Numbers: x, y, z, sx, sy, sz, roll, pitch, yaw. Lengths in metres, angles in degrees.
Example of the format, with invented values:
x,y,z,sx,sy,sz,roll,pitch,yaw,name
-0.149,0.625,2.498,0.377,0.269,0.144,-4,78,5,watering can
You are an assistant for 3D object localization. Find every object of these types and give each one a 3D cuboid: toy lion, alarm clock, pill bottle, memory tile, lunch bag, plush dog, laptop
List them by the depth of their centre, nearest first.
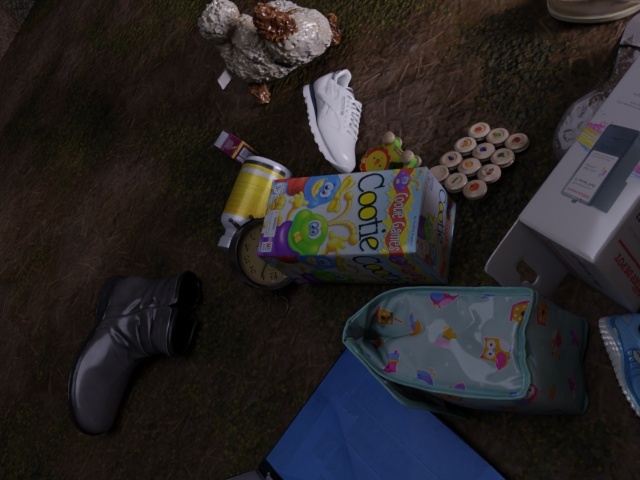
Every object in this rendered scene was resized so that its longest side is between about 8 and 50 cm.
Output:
x,y,z,sx,sy,sz,roll,pitch,yaw,name
0.186,0.148,0.906,0.262,0.223,0.160,-6,71,35,lunch bag
-0.026,0.370,0.942,0.382,0.408,0.236,36,125,46,laptop
0.249,-0.130,1.107,0.148,0.012,0.113,-47,45,-15,memory tile
0.116,-0.136,1.230,0.096,0.034,0.100,-51,48,15,toy lion
-0.094,0.043,1.243,0.064,0.129,0.192,-12,92,67,alarm clock
-0.128,-0.060,1.324,0.103,0.103,0.184,12,75,40,pill bottle
-0.083,-0.402,1.408,0.225,0.262,0.211,-7,98,45,plush dog

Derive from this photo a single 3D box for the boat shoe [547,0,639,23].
x,y,z,sx,sy,sz,roll,pitch,yaw,name
0.484,-0.410,1.040,0.302,0.098,0.109,-1,68,36,boat shoe

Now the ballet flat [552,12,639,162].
x,y,z,sx,sy,sz,roll,pitch,yaw,name
0.427,-0.217,1.026,0.084,0.058,0.250,30,94,20,ballet flat

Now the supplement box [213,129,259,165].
x,y,z,sx,sy,sz,roll,pitch,yaw,name
-0.177,-0.191,1.457,0.083,0.055,0.043,35,91,43,supplement box

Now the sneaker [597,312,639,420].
x,y,z,sx,sy,sz,roll,pitch,yaw,name
0.400,0.158,0.851,0.073,0.063,0.162,-24,56,22,sneaker

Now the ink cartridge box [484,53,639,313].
x,y,z,sx,sy,sz,roll,pitch,yaw,name
0.383,-0.046,0.865,0.353,0.207,0.119,-54,47,4,ink cartridge box

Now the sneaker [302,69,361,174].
x,y,z,sx,sy,sz,roll,pitch,yaw,name
0.034,-0.227,1.302,0.095,0.090,0.235,-24,57,15,sneaker

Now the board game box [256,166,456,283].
x,y,z,sx,sy,sz,roll,pitch,yaw,name
0.059,-0.017,1.120,0.275,0.142,0.144,-2,67,30,board game box

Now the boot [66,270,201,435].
x,y,z,sx,sy,sz,roll,pitch,yaw,name
-0.361,0.218,1.362,0.222,0.118,0.338,-2,71,30,boot
